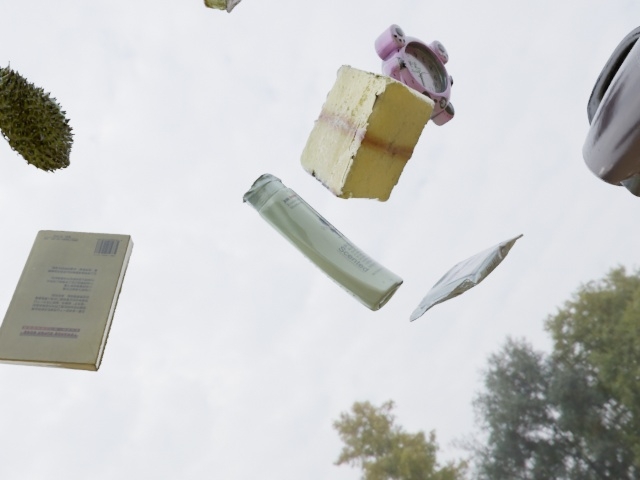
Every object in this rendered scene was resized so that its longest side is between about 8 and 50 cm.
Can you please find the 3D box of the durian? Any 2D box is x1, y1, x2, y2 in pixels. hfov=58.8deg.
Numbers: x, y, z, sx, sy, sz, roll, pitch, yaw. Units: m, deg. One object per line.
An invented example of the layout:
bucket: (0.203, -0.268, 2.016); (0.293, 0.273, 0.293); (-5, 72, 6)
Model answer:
durian: (-0.532, -0.234, 1.056); (0.096, 0.137, 0.220); (-27, -72, 11)

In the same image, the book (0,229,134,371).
book: (-0.397, 0.087, 0.891); (0.162, 0.230, 0.026); (4, -34, 0)

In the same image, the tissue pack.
tissue pack: (0.215, 0.050, 0.833); (0.193, 0.026, 0.123); (-31, -3, -46)

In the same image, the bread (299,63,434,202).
bread: (0.058, -0.236, 1.204); (0.198, 0.236, 0.263); (7, -69, -58)

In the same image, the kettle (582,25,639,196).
kettle: (0.437, -0.190, 0.764); (0.144, 0.201, 0.232); (-7, -28, -9)

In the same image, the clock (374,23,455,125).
clock: (0.257, -0.431, 1.503); (0.228, 0.247, 0.090); (3, -23, -36)

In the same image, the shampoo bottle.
shampoo bottle: (0.000, 0.000, 0.674); (0.072, 0.212, 0.049); (-29, -26, -54)

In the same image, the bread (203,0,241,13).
bread: (-0.206, -0.563, 1.207); (0.070, 0.140, 0.127); (13, -46, 2)
